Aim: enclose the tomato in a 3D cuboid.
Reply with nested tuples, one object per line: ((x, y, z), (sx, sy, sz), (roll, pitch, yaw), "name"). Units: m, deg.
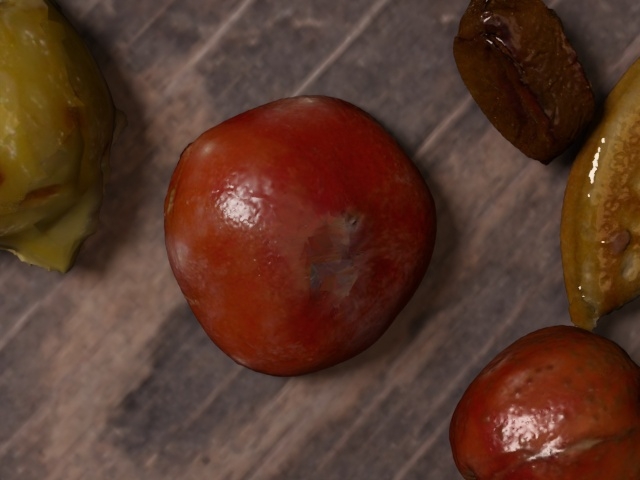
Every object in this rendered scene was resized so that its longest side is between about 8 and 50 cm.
((0.000, 0.000, 0.805), (0.155, 0.069, 0.156), (-4, 101, -22), "tomato")

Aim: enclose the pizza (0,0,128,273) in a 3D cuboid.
((-0.168, -0.086, 0.718), (0.188, 0.080, 0.204), (20, 90, -24), "pizza")

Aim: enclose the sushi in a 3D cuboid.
((0.114, -0.098, 0.841), (0.055, 0.052, 0.120), (-48, 111, -27), "sushi")

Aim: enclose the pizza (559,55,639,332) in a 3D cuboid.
((0.204, -0.031, 0.895), (0.130, 0.041, 0.178), (3, 98, -19), "pizza")

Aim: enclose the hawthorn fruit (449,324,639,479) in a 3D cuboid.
((0.134, 0.112, 0.856), (0.128, 0.128, 0.128), (-4, 101, -21), "hawthorn fruit")
